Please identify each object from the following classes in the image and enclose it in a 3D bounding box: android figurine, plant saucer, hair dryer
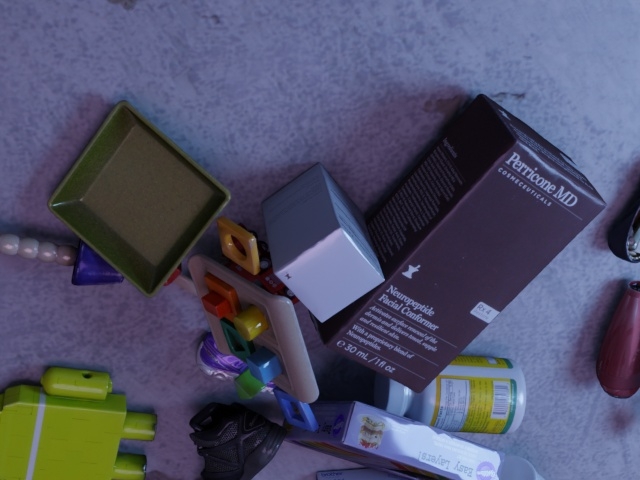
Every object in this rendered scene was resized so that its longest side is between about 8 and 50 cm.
[{"bbox_3d":[-0.388,0.296,1.592,0.273,0.056,0.248,8,120,-14],"label":"android figurine"},{"bbox_3d":[-0.229,-0.055,1.376,0.188,0.045,0.188,41,110,2],"label":"plant saucer"},{"bbox_3d":[0.529,0.165,1.661,0.223,0.080,0.293,-43,125,-1],"label":"hair dryer"}]

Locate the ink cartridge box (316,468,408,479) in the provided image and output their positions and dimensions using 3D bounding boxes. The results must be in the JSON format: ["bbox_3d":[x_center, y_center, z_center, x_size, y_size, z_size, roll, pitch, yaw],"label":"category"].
[{"bbox_3d":[0.097,0.421,1.748,0.207,0.046,0.097,-3,123,-7],"label":"ink cartridge box"}]

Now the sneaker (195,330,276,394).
[{"bbox_3d":[-0.095,0.175,1.560,0.170,0.068,0.071,15,112,-16],"label":"sneaker"}]

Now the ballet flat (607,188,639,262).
[{"bbox_3d":[0.479,-0.051,1.506,0.074,0.074,0.203,18,116,-19],"label":"ballet flat"}]

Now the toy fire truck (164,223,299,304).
[{"bbox_3d":[-0.130,0.049,1.487,0.135,0.047,0.192,-35,121,13],"label":"toy fire truck"}]

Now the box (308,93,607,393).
[{"bbox_3d":[0.175,0.013,1.450,0.191,0.143,0.381,29,111,-30],"label":"box"}]

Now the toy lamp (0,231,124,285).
[{"bbox_3d":[-0.391,0.007,1.404,0.274,0.080,0.080,12,119,-16],"label":"toy lamp"}]

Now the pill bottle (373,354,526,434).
[{"bbox_3d":[0.191,0.229,1.604,0.208,0.117,0.117,4,120,-12],"label":"pill bottle"}]

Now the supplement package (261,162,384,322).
[{"bbox_3d":[0.000,0.000,1.398,0.105,0.179,0.105,-34,120,12],"label":"supplement package"}]

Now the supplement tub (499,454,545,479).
[{"bbox_3d":[0.322,0.463,1.750,0.144,0.144,0.200,-23,122,6],"label":"supplement tub"}]

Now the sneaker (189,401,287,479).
[{"bbox_3d":[-0.155,0.323,1.634,0.130,0.087,0.227,37,131,-1],"label":"sneaker"}]

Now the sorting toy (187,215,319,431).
[{"bbox_3d":[-0.099,0.120,1.407,0.047,0.196,0.348,-36,129,-29],"label":"sorting toy"}]

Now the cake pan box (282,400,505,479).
[{"bbox_3d":[0.103,0.302,1.575,0.267,0.246,0.070,22,76,-21],"label":"cake pan box"}]
